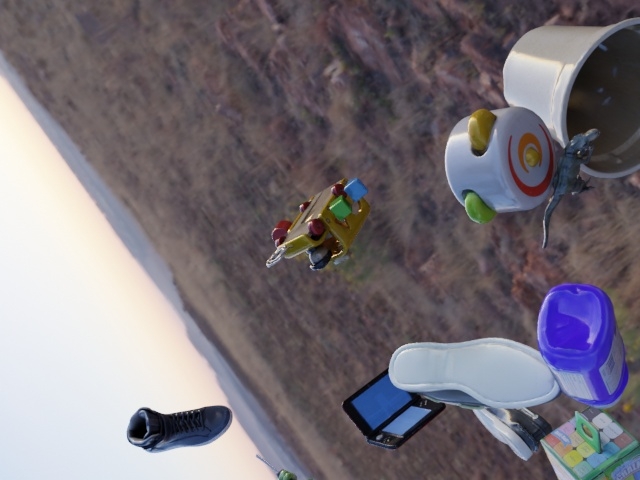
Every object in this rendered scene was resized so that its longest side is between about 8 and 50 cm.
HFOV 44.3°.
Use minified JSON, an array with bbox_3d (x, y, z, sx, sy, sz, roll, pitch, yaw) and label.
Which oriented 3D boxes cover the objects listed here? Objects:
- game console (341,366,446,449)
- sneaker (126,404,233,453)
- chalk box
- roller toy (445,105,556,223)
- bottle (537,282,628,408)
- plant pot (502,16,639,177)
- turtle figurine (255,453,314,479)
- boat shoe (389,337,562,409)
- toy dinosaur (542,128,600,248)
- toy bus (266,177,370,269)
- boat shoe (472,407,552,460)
[{"bbox_3d":[0.136,0.307,1.458,0.124,0.144,0.085,-7,111,59],"label":"game console"},{"bbox_3d":[-0.317,0.409,1.742,0.163,0.226,0.086,69,-178,-63],"label":"sneaker"},{"bbox_3d":[0.503,0.402,1.432,0.213,0.132,0.132,58,176,-30],"label":"chalk box"},{"bbox_3d":[0.341,-0.151,1.464,0.146,0.191,0.210,-4,105,49],"label":"roller toy"},{"bbox_3d":[0.367,0.160,1.079,0.092,0.118,0.283,2,155,28],"label":"bottle"},{"bbox_3d":[0.576,-0.343,1.742,0.334,0.333,0.305,62,171,-32],"label":"plant pot"},{"bbox_3d":[-0.103,0.585,1.666,0.275,0.197,0.266,56,145,14],"label":"turtle figurine"},{"bbox_3d":[0.259,0.221,1.283,0.304,0.109,0.091,-3,157,41],"label":"boat shoe"},{"bbox_3d":[0.464,-0.116,1.456,0.064,0.118,0.268,32,139,28],"label":"toy dinosaur"},{"bbox_3d":[0.008,-0.009,1.329,0.104,0.202,0.191,47,-179,-16],"label":"toy bus"},{"bbox_3d":[0.419,0.396,1.763,0.114,0.091,0.302,53,175,-17],"label":"boat shoe"}]
